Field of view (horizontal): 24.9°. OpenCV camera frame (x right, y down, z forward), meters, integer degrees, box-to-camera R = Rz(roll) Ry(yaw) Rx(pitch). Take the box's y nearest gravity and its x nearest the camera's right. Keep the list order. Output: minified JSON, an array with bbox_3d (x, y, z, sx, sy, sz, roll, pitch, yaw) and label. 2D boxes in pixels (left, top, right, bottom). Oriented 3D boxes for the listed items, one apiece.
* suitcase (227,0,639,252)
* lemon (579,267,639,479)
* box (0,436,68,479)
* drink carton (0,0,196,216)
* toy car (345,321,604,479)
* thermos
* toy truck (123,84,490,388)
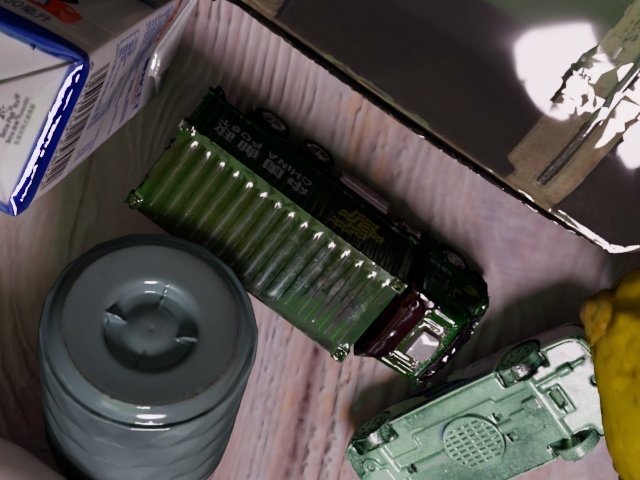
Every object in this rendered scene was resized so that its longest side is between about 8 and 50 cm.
[{"bbox_3d":[0.120,-0.206,0.903,0.434,0.194,0.283,34,113,-6],"label":"suitcase"},{"bbox_3d":[0.326,0.103,0.954,0.322,0.268,0.268,31,114,11],"label":"lemon"},{"bbox_3d":[-0.216,0.260,1.092,0.288,0.349,0.141,38,71,-7],"label":"box"},{"bbox_3d":[-0.176,-0.128,0.917,0.130,0.315,0.106,27,110,-1],"label":"drink carton"},{"bbox_3d":[0.125,0.136,1.103,0.224,0.076,0.090,-29,106,27],"label":"toy car"},{"bbox_3d":[-0.142,0.108,1.063,0.182,0.145,0.286,55,156,17],"label":"thermos"},{"bbox_3d":[0.000,0.000,1.044,0.259,0.121,0.088,36,114,-5],"label":"toy truck"}]
